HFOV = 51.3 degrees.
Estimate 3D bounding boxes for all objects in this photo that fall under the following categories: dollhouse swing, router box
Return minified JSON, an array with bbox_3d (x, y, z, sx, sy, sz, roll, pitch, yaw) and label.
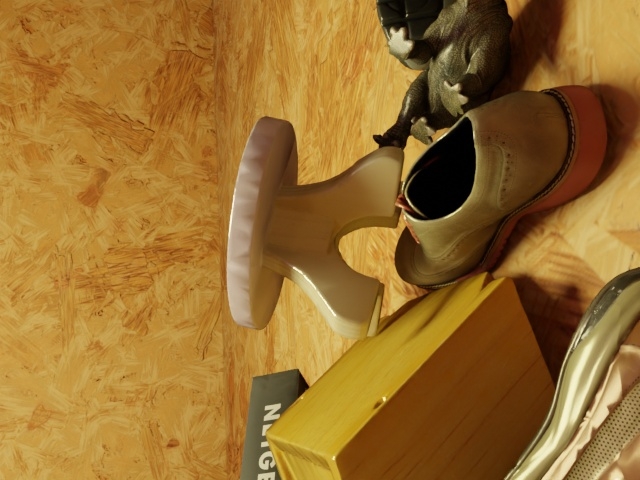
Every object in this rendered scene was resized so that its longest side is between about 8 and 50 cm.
[{"bbox_3d":[0.126,0.262,0.696,0.305,0.315,0.347,48,161,1],"label":"dollhouse swing"},{"bbox_3d":[-0.032,0.381,0.951,0.308,0.081,0.242,-87,-21,-48],"label":"router box"}]

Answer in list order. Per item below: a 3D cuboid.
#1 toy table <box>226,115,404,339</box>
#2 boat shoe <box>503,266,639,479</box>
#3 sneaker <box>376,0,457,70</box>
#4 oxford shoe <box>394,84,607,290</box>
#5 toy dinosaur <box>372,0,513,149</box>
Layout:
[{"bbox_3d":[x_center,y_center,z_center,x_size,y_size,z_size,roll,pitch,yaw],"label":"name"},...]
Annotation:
[{"bbox_3d":[0.000,0.000,0.752,0.274,0.161,0.252,91,-165,-51],"label":"toy table"},{"bbox_3d":[0.197,0.179,0.432,0.120,0.123,0.323,39,119,56],"label":"boat shoe"},{"bbox_3d":[0.113,-0.325,0.833,0.106,0.101,0.267,72,-168,-74],"label":"sneaker"},{"bbox_3d":[0.126,-0.041,0.669,0.348,0.130,0.122,118,145,-60],"label":"oxford shoe"},{"bbox_3d":[0.139,-0.167,0.673,0.121,0.160,0.313,41,151,25],"label":"toy dinosaur"}]
